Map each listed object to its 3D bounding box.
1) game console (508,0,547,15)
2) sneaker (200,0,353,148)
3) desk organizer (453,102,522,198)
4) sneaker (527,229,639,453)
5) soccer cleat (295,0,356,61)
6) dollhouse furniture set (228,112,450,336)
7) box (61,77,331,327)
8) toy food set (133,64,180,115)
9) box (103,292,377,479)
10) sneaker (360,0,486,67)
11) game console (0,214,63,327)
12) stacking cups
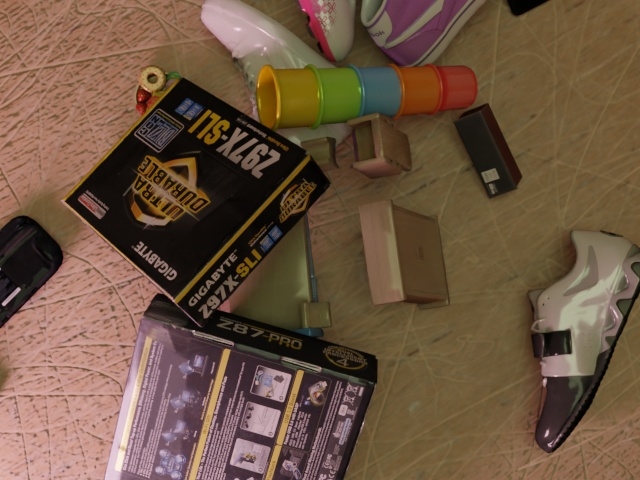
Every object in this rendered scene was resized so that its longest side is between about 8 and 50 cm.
[{"bbox_3d":[0.322,-0.422,1.549,0.122,0.071,0.107,-28,117,-2],"label":"game console"},{"bbox_3d":[-0.087,-0.222,1.480,0.292,0.108,0.169,36,83,0],"label":"sneaker"},{"bbox_3d":[0.252,-0.135,1.507,0.047,0.050,0.130,-20,104,30],"label":"desk organizer"},{"bbox_3d":[0.358,0.140,1.469,0.146,0.122,0.331,22,87,19],"label":"sneaker"},{"bbox_3d":[0.021,-0.422,1.460,0.143,0.116,0.331,-17,72,10],"label":"soccer cleat"},{"bbox_3d":[0.000,0.000,1.472,0.303,0.198,0.286,-11,80,23],"label":"dollhouse furniture set"},{"bbox_3d":[-0.177,-0.065,1.381,0.257,0.079,0.322,-46,47,-9],"label":"box"},{"bbox_3d":[-0.241,-0.218,1.520,0.082,0.020,0.083,20,85,0],"label":"toy food set"},{"bbox_3d":[-0.126,0.301,1.380,0.318,0.097,0.395,15,109,-2],"label":"box"},{"bbox_3d":[0.168,-0.396,1.464,0.161,0.102,0.282,38,84,-36],"label":"sneaker"},{"bbox_3d":[-0.520,0.127,1.481,0.213,0.044,0.361,44,87,1],"label":"game console"},{"bbox_3d":[0.070,-0.202,1.428,0.316,0.096,0.096,-4,86,-23],"label":"stacking cups"}]
